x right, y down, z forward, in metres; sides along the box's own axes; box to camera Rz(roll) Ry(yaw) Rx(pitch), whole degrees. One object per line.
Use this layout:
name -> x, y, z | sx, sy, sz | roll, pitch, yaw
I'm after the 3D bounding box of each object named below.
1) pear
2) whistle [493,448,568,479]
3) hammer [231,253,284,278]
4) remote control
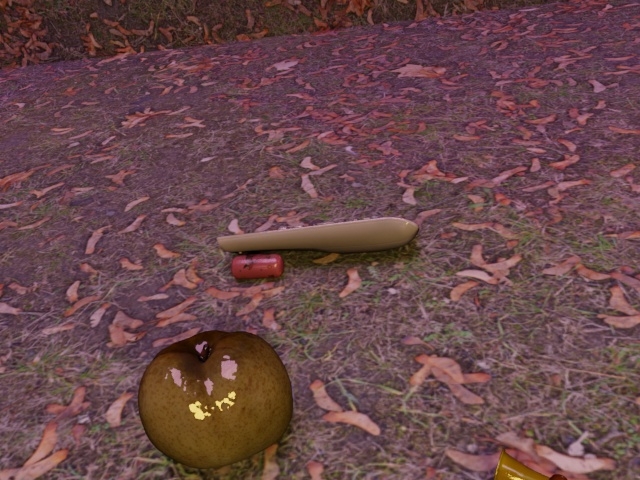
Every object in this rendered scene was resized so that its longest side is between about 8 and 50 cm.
pear -> -0.115, 0.171, 0.731 | 0.167, 0.136, 0.167 | -11, 12, 2
whistle -> 0.215, 0.243, 0.619 | 0.109, 0.046, 0.057 | 17, 26, 28
hammer -> -0.098, 0.040, 1.030 | 0.083, 0.043, 0.043 | -5, 32, 10
remote control -> 0.000, 0.000, 1.049 | 0.313, 0.055, 0.109 | -6, -1, 10
